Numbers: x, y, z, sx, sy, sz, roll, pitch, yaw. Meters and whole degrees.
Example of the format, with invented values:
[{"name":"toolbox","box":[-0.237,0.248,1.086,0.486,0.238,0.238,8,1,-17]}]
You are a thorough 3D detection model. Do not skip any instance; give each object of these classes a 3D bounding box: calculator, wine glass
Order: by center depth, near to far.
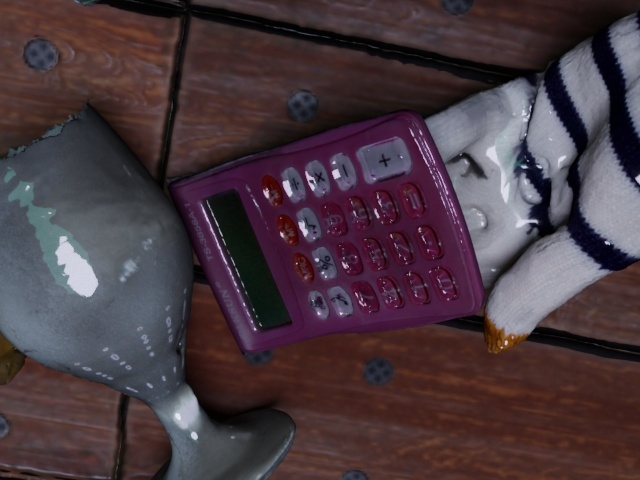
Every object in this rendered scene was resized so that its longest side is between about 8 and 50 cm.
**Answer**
[{"name":"wine glass","box":[-0.119,0.047,0.535,0.126,0.126,0.241,-30,103,3]},{"name":"calculator","box":[0.000,0.000,0.538,0.190,0.034,0.127,-13,104,33]}]

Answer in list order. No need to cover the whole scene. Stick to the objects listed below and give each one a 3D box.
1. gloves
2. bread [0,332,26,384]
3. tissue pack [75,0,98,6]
[{"name":"gloves","box":[0.126,-0.031,0.539,0.218,0.131,0.140,-37,88,42]},{"name":"bread","box":[-0.260,0.021,0.517,0.114,0.132,0.190,-31,99,5]},{"name":"tissue pack","box":[-0.110,-0.197,0.505,0.111,0.079,0.085,-29,103,3]}]
